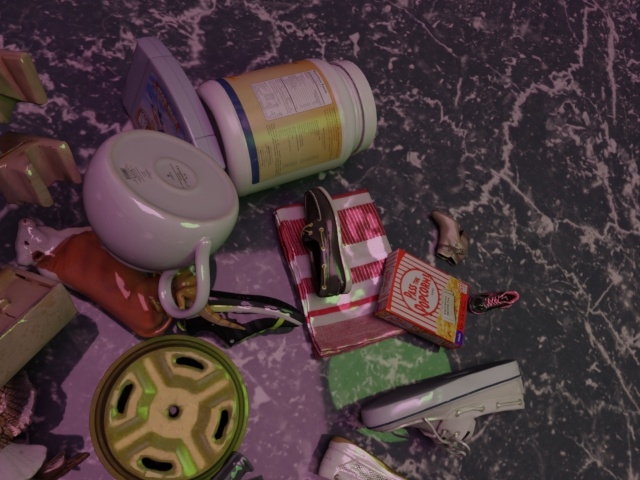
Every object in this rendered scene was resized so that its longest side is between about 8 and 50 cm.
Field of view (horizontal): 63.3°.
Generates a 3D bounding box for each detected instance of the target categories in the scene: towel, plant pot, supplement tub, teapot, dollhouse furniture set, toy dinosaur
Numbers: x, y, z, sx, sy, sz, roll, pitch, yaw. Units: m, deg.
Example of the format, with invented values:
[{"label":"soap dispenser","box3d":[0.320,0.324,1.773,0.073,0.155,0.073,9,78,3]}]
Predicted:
[{"label":"towel","box3d":[0.053,0.060,1.092,0.237,0.037,0.329,-13,77,-20]},{"label":"plant pot","box3d":[-0.233,0.272,0.821,0.276,0.254,0.276,5,72,-15]},{"label":"supplement tub","box3d":[-0.070,-0.234,1.046,0.316,0.228,0.228,-20,79,-21]},{"label":"teapot","box3d":[-0.264,-0.036,0.832,0.252,0.187,0.256,29,32,-15]},{"label":"dollhouse furniture set","box3d":[-0.544,-0.017,0.696,0.256,0.394,0.362,12,43,21]},{"label":"toy dinosaur","box3d":[-0.223,0.095,0.889,0.112,0.064,0.211,-36,90,-33]}]

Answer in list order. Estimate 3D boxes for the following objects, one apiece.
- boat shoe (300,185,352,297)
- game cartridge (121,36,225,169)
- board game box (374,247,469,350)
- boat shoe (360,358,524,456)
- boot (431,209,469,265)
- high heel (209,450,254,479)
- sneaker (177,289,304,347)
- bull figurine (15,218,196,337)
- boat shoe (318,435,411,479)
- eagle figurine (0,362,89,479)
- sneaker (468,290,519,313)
[{"label":"boat shoe","box3d":[0.000,0.000,1.032,0.069,0.081,0.227,-9,76,-26]},{"label":"game cartridge","box3d":[-0.289,-0.224,0.996,0.062,0.198,0.297,-23,79,-34]},{"label":"board game box","box3d":[0.216,0.124,1.086,0.193,0.045,0.146,26,58,-17]},{"label":"boat shoe","box3d":[0.255,0.348,1.015,0.367,0.136,0.156,-7,78,-28]},{"label":"boot","box3d":[0.284,-0.003,1.176,0.118,0.042,0.087,35,69,-3]},{"label":"high heel","box3d":[-0.106,0.460,0.731,0.261,0.093,0.186,53,48,-7]},{"label":"sneaker","box3d":[-0.151,0.155,0.993,0.235,0.084,0.097,10,94,-12]},{"label":"bull figurine","box3d":[-0.380,0.040,0.936,0.310,0.101,0.188,38,64,-4]},{"label":"boat shoe","box3d":[0.120,0.470,0.949,0.277,0.098,0.096,31,67,5]},{"label":"eagle figurine","box3d":[-0.530,0.275,0.774,0.225,0.226,0.298,-32,88,-2]},{"label":"sneaker","box3d":[0.387,0.132,1.153,0.119,0.057,0.047,-10,78,-18]}]
